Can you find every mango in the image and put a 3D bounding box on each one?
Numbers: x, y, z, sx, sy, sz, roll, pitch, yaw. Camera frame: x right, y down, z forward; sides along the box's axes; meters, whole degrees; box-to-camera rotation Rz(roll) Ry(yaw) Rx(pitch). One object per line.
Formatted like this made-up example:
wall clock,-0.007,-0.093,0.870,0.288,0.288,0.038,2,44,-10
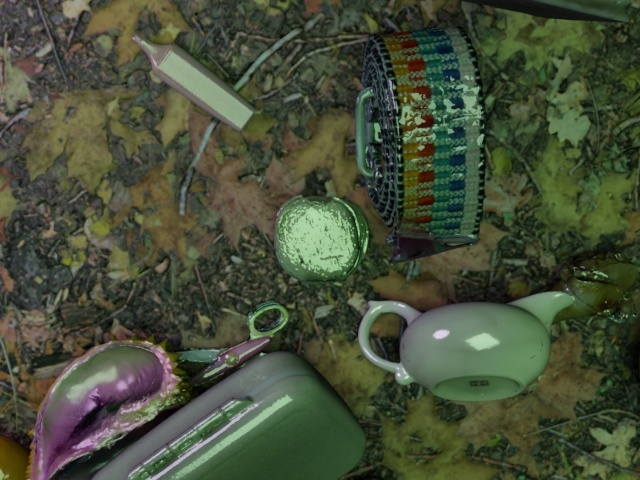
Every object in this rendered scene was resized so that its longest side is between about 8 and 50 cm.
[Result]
mango,-0.443,0.355,1.636,0.102,0.085,0.184,-37,107,3

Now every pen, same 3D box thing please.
pen,-0.180,-0.224,1.579,0.197,0.032,0.053,37,96,-13

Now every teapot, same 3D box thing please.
teapot,0.199,0.142,1.610,0.299,0.208,0.166,6,79,13

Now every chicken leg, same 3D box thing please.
chicken leg,0.375,0.084,1.666,0.196,0.080,0.125,-15,114,-1

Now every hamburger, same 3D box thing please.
hamburger,0.000,0.000,1.622,0.140,0.062,0.133,13,98,-5

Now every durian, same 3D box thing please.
durian,-0.299,0.235,1.608,0.260,0.154,0.187,-20,80,1

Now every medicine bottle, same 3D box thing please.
medicine bottle,-0.130,0.322,1.593,0.375,0.123,0.282,-36,136,1

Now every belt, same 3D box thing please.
belt,0.124,-0.139,1.539,0.160,0.207,0.295,-6,116,-8

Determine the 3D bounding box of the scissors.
scissors,-0.127,0.170,1.652,0.187,0.020,0.134,-14,83,1

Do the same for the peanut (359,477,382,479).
peanut,0.124,0.447,1.700,0.229,0.098,0.103,43,135,-10

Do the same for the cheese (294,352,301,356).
cheese,-0.073,0.216,1.672,0.120,0.026,0.067,-26,102,0

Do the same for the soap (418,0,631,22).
soap,0.291,-0.498,1.414,0.212,0.350,0.435,12,97,-7

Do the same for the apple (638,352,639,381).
apple,0.608,0.194,1.618,0.292,0.254,0.292,0,103,-1
